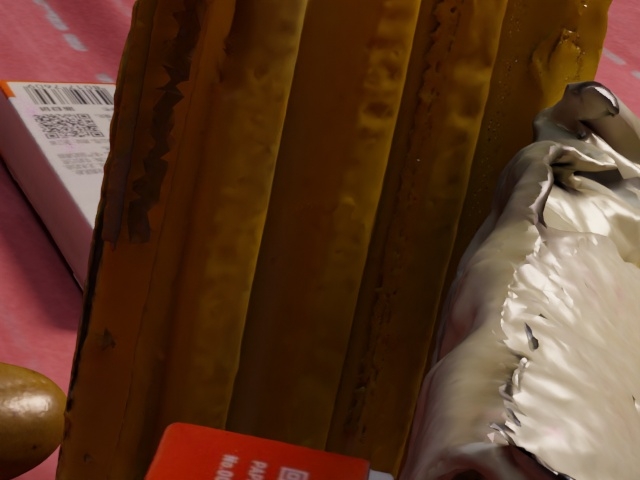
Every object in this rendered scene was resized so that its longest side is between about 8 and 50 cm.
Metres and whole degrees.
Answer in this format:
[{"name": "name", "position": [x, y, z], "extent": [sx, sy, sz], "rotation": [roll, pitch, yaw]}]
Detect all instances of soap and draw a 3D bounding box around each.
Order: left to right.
[{"name": "soap", "position": [0.000, -0.001, 0.851], "extent": [0.204, 0.324, 0.096], "rotation": [-4, 28, -34]}]

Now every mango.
[{"name": "mango", "position": [-0.174, 0.082, 0.912], "extent": [0.114, 0.060, 0.080], "rotation": [6, 27, -22]}]

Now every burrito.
[{"name": "burrito", "position": [0.105, 0.079, 0.728], "extent": [0.190, 0.135, 0.332], "rotation": [42, 27, -8]}]

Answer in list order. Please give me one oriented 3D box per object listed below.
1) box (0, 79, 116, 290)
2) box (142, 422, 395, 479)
[{"name": "box", "position": [-0.043, -0.028, 1.228], "extent": [0.273, 0.048, 0.265], "rotation": [1, 26, -25]}, {"name": "box", "position": [-0.034, 0.166, 0.700], "extent": [0.099, 0.133, 0.182], "rotation": [12, 23, 3]}]
